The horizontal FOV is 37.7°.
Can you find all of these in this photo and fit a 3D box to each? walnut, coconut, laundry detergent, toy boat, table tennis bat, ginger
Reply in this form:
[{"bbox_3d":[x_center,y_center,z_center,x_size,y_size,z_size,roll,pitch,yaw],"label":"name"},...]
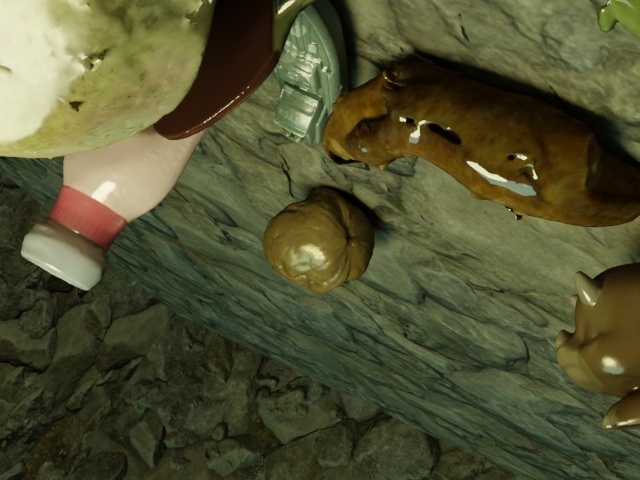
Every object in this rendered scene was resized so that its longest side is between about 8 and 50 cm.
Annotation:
[{"bbox_3d":[0.000,0.000,1.320,0.166,0.149,0.166,1,179,0],"label":"walnut"},{"bbox_3d":[-0.232,-0.244,0.719,0.352,0.353,0.352,29,164,9],"label":"coconut"},{"bbox_3d":[-0.169,-0.111,0.906,0.159,0.335,0.088,16,163,43],"label":"laundry detergent"},{"bbox_3d":[-0.015,-0.166,0.922,0.078,0.085,0.260,29,164,13],"label":"toy boat"},{"bbox_3d":[-0.051,-0.180,0.770,0.274,0.154,0.021,-29,136,32],"label":"table tennis bat"},{"bbox_3d":[0.139,-0.086,0.846,0.309,0.107,0.133,19,147,27],"label":"ginger"}]

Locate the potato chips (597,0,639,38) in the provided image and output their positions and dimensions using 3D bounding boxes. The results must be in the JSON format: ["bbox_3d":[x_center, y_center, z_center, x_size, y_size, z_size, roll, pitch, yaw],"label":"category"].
[{"bbox_3d":[0.308,-0.117,0.444,0.389,0.097,0.373,41,168,-34],"label":"potato chips"}]

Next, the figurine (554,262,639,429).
[{"bbox_3d":[0.353,0.088,0.885,0.247,0.173,0.177,-10,163,32],"label":"figurine"}]
